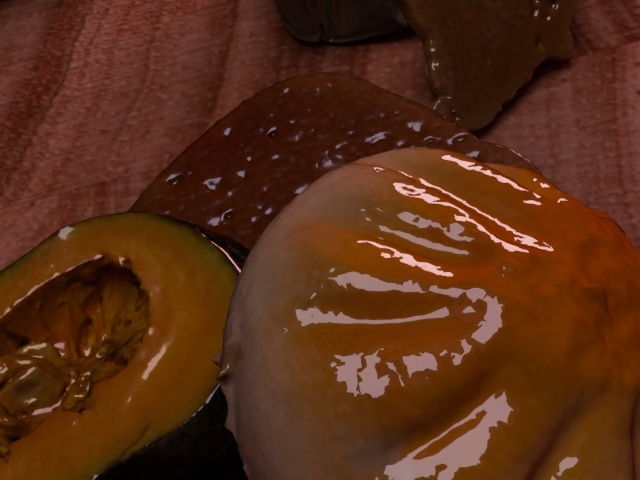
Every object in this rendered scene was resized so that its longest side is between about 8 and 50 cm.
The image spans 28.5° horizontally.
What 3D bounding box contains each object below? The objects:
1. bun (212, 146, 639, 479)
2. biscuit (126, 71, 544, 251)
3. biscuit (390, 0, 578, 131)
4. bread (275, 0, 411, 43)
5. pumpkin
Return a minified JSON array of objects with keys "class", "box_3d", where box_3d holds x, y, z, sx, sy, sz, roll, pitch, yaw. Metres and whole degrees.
[{"class":"bun","box_3d":[0.097,0.068,0.664,0.298,0.165,0.299,20,45,-21]},{"class":"biscuit","box_3d":[0.000,0.001,0.908,0.277,0.052,0.262,27,66,30]},{"class":"biscuit","box_3d":[0.137,-0.199,0.991,0.035,0.162,0.250,2,68,65]},{"class":"bread","box_3d":[0.034,-0.276,1.095,0.192,0.110,0.210,-13,48,2]},{"class":"pumpkin","box_3d":[-0.139,0.125,0.759,0.317,0.139,0.222,-32,54,-9]}]
